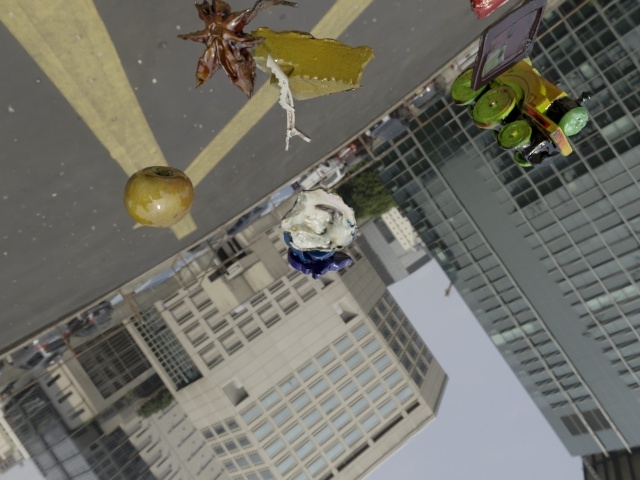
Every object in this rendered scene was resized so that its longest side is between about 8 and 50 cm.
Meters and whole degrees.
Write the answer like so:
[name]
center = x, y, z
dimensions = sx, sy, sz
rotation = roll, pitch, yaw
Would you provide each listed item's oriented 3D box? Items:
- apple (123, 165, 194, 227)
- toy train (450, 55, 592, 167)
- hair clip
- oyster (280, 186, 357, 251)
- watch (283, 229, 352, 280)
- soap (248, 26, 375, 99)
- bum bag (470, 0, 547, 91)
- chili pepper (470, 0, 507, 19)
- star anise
[apple]
center = -0.444, -0.119, 1.123
dimensions = 0.182, 0.183, 0.155
rotation = -34, 144, -59
[toy train]
center = 0.374, -0.264, 0.777
dimensions = 0.101, 0.296, 0.161
rotation = 25, 122, -41
[hair clip]
center = -0.076, -0.330, 0.973
dimensions = 0.072, 0.225, 0.034
rotation = -10, -152, 3
[oyster]
center = 0.004, -0.056, 1.102
dimensions = 0.215, 0.083, 0.222
rotation = 9, 135, -19
[watch]
center = -0.010, -0.001, 1.273
dimensions = 0.196, 0.171, 0.200
rotation = -25, 138, -41
[soap]
center = -0.033, -0.627, 1.390
dimensions = 0.339, 0.169, 0.305
rotation = 4, 174, 38
[bum bag]
center = 0.295, -0.315, 0.645
dimensions = 0.159, 0.026, 0.109
rotation = -36, 148, -17
[chili pepper]
center = 0.596, -0.801, 1.273
dimensions = 0.253, 0.136, 0.144
rotation = -17, 148, 28
[star anise]
center = -0.194, -0.499, 1.003
dimensions = 0.346, 0.237, 0.148
rotation = -39, -158, 8
